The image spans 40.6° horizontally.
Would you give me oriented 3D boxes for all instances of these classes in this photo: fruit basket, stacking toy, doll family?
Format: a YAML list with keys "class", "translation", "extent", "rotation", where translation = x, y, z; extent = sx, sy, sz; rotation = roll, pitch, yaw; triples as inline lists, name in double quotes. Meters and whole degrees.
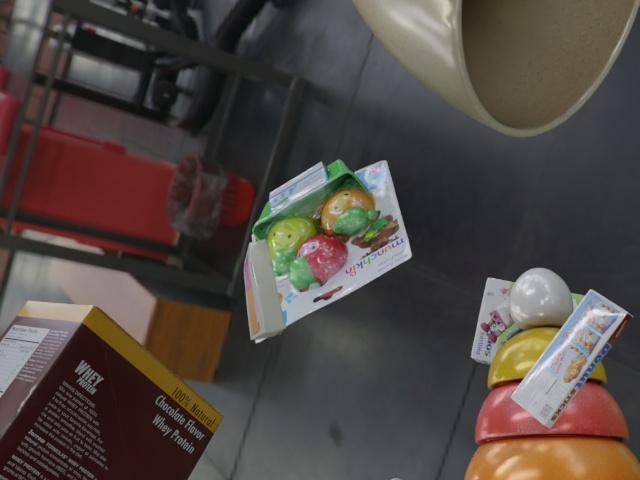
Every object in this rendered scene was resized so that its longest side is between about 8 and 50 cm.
- class: "fruit basket"
  translation: [0.000, 0.000, 1.628]
  extent: [0.327, 0.165, 0.353]
  rotation: [-30, 26, 15]
- class: "stacking toy"
  translation: [0.410, 0.278, 1.548]
  extent: [0.350, 0.350, 0.480]
  rotation: [-22, 61, 53]
- class: "doll family"
  translation: [0.470, 0.209, 1.817]
  extent: [0.163, 0.118, 0.263]
  rotation: [-45, 60, 25]

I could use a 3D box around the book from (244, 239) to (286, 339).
- class: "book"
  translation: [-0.066, 0.058, 0.964]
  extent: [0.144, 0.035, 0.096]
  rotation: [129, 130, -79]

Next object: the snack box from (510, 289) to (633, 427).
- class: "snack box"
  translation: [0.323, 0.152, 1.120]
  extent: [0.178, 0.022, 0.064]
  rotation: [-55, 43, 4]

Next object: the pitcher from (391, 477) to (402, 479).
- class: "pitcher"
  translation: [0.132, 0.412, 1.089]
  extent: [0.125, 0.177, 0.207]
  rotation: [-109, 34, -65]

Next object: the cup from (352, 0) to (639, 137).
- class: "cup"
  translation: [0.159, -0.298, 0.907]
  extent: [0.237, 0.331, 0.331]
  rotation: [27, 101, 41]

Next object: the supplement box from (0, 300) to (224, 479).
- class: "supplement box"
  translation: [-0.233, 0.190, 0.814]
  extent: [0.129, 0.191, 0.194]
  rotation: [-1, 50, 45]

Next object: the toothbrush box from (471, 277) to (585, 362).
- class: "toothbrush box"
  translation: [0.535, 0.225, 2.133]
  extent: [0.283, 0.122, 0.206]
  rotation: [10, 80, 18]
